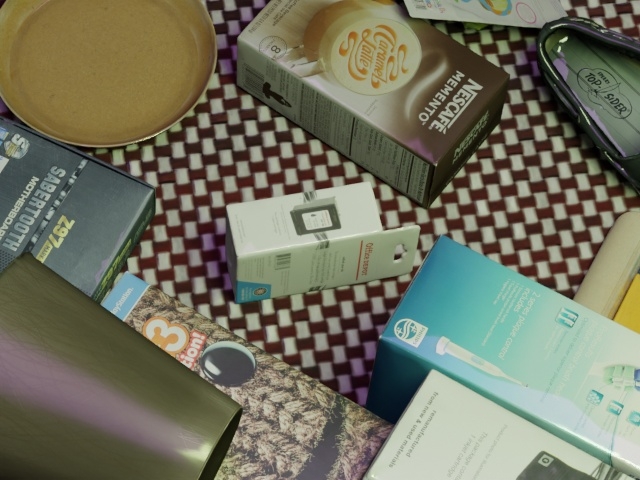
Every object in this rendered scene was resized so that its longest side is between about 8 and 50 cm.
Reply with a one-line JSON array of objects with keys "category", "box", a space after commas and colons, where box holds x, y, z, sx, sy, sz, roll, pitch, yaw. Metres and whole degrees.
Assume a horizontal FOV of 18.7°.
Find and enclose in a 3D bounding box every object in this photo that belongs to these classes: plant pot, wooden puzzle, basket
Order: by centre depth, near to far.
[{"category": "basket", "box": [-0.194, 0.147, 1.622, 0.227, 0.154, 0.204, 27, 65, 6]}, {"category": "wooden puzzle", "box": [0.361, 0.094, 1.885, 0.239, 0.044, 0.221, 26, 58, 11]}, {"category": "plant pot", "box": [-0.226, -0.192, 2.019, 0.236, 0.032, 0.236, 2, 62, -3]}]

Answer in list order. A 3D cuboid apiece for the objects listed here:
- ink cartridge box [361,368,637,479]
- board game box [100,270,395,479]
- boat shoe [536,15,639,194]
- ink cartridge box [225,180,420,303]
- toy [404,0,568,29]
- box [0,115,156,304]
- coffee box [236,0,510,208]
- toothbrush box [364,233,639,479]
[{"category": "ink cartridge box", "box": [0.189, 0.274, 1.692, 0.307, 0.223, 0.129, 28, 63, 11]}, {"category": "board game box", "box": [-0.116, 0.210, 1.754, 0.291, 0.141, 0.232, 29, 64, 11]}, {"category": "boat shoe", "box": [0.343, -0.112, 1.942, 0.127, 0.113, 0.340, -43, 69, 9]}, {"category": "ink cartridge box", "box": [0.000, 0.000, 1.891, 0.180, 0.104, 0.060, -10, 62, -9]}, {"category": "toy", "box": [0.148, -0.267, 2.041, 0.237, 0.056, 0.137, 3, 55, -41]}, {"category": "box", "box": [-0.293, 0.011, 1.893, 0.183, 0.059, 0.232, 26, 64, 8]}, {"category": "coffee box", "box": [0.052, -0.164, 1.982, 0.246, 0.098, 0.141, 33, 66, 13]}, {"category": "toothbrush box", "box": [0.200, 0.151, 1.761, 0.296, 0.216, 0.126, 27, 64, 12]}]
